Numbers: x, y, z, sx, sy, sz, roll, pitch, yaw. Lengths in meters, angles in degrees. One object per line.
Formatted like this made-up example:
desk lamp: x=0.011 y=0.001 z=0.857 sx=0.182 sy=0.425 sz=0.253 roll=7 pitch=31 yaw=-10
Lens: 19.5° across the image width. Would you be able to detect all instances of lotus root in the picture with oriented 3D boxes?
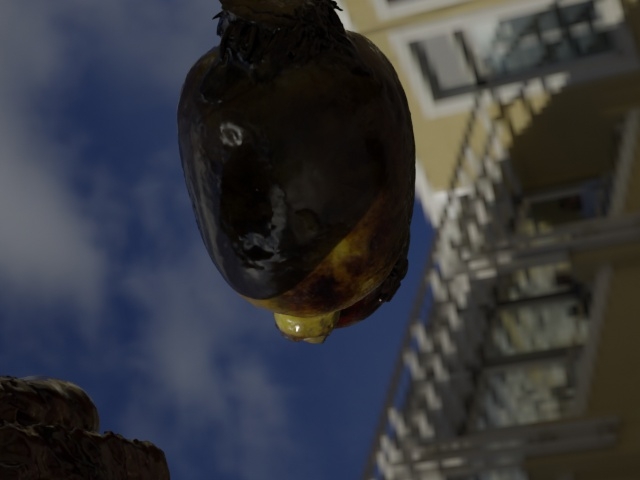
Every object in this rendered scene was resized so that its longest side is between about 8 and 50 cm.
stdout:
lotus root: x=-0.013 y=-0.047 z=1.351 sx=0.141 sy=0.169 sz=0.314 roll=-108 pitch=8 yaw=-57

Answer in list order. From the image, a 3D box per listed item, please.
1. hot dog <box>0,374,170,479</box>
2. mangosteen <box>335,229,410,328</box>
hot dog: x=-0.227 y=0.181 z=1.145 sx=0.405 sy=0.223 sz=0.185 roll=13 pitch=-117 yaw=-62
mangosteen: x=0.000 y=0.000 z=2.042 sx=0.210 sy=0.210 sz=0.209 roll=34 pitch=-130 yaw=-56
